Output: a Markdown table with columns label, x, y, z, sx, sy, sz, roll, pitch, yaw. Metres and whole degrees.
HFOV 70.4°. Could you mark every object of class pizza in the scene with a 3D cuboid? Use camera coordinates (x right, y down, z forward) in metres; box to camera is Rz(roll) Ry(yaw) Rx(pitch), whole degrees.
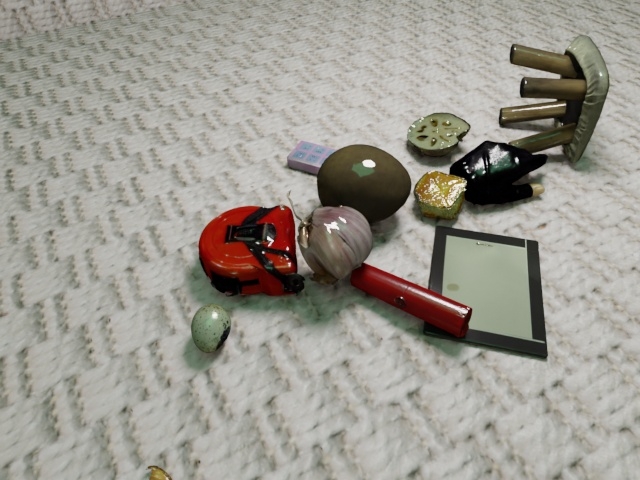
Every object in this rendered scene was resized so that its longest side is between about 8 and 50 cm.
| label | x | y | z | sx | sy | sz | roll | pitch | yaw |
| --- | --- | --- | --- | --- | --- | --- | --- | --- | --- |
| pizza | -0.284 | 0.435 | 0.809 | 0.037 | 0.016 | 0.083 | -36 | 59 | -28 |

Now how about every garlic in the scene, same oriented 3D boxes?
| label | x | y | z | sx | sy | sz | roll | pitch | yaw |
| --- | --- | --- | --- | --- | --- | --- | --- | --- | --- |
| garlic | 0.000 | 0.000 | 1.085 | 0.257 | 0.207 | 0.207 | 30 | 55 | 27 |

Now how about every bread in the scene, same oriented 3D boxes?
| label | x | y | z | sx | sy | sz | roll | pitch | yaw |
| --- | --- | --- | --- | --- | --- | --- | --- | --- | --- |
| bread | 0.324 | -0.123 | 1.247 | 0.140 | 0.069 | 0.127 | 19 | 63 | 31 |

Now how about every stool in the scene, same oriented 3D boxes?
| label | x | y | z | sx | sy | sz | roll | pitch | yaw |
| --- | --- | --- | --- | --- | --- | --- | --- | --- | --- |
| stool | 0.689 | -0.426 | 1.377 | 0.227 | 0.310 | 0.310 | 3 | 46 | 11 |

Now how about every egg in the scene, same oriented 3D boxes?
| label | x | y | z | sx | sy | sz | roll | pitch | yaw |
| --- | --- | --- | --- | --- | --- | --- | --- | --- | --- |
| egg | -0.238 | 0.191 | 0.987 | 0.085 | 0.085 | 0.110 | -5 | 50 | -2 |

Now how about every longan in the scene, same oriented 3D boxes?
| label | x | y | z | sx | sy | sz | roll | pitch | yaw |
| --- | --- | --- | --- | --- | --- | --- | --- | --- | --- |
| longan | 0.115 | -0.150 | 1.202 | 0.249 | 0.248 | 0.248 | -1 | 47 | 1 |

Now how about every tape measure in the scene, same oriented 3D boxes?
| label | x | y | z | sx | sy | sz | roll | pitch | yaw |
| --- | --- | --- | --- | --- | --- | --- | --- | --- | --- |
| tape measure | -0.171 | 0.024 | 1.120 | 0.261 | 0.113 | 0.253 | -4 | 46 | -1 |

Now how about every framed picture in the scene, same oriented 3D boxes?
| label | x | y | z | sx | sy | sz | roll | pitch | yaw |
| --- | --- | --- | --- | --- | --- | --- | --- | --- | --- |
| framed picture | 0.394 | 0.105 | 1.086 | 0.265 | 0.016 | 0.346 | 8 | 49 | 11 |

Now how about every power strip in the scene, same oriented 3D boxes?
| label | x | y | z | sx | sy | sz | roll | pitch | yaw |
| --- | --- | --- | --- | --- | --- | --- | --- | --- | --- |
| power strip | 0.030 | -0.242 | 1.411 | 0.279 | 0.037 | 0.109 | 19 | 50 | 19 |

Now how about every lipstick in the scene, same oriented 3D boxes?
| label | x | y | z | sx | sy | sz | roll | pitch | yaw |
| --- | --- | --- | --- | --- | --- | --- | --- | --- | --- |
| lipstick | 0.200 | 0.128 | 1.022 | 0.280 | 0.073 | 0.073 | 23 | 52 | 29 |

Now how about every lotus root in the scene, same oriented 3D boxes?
| label | x | y | z | sx | sy | sz | roll | pitch | yaw |
| --- | --- | --- | --- | --- | --- | --- | --- | --- | --- |
| lotus root | 0.377 | -0.326 | 1.451 | 0.183 | 0.077 | 0.203 | -25 | 42 | -2 |

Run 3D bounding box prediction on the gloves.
| label | x | y | z | sx | sy | sz | roll | pitch | yaw |
| --- | --- | --- | --- | --- | --- | --- | --- | --- | --- |
| gloves | 0.525 | -0.194 | 1.287 | 0.301 | 0.152 | 0.197 | -17 | 72 | -31 |
